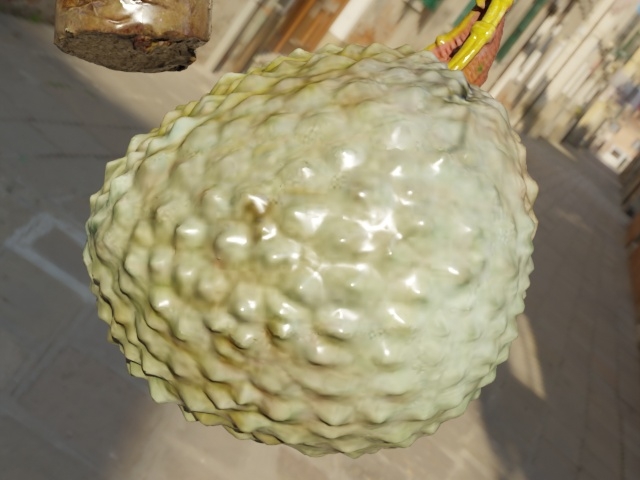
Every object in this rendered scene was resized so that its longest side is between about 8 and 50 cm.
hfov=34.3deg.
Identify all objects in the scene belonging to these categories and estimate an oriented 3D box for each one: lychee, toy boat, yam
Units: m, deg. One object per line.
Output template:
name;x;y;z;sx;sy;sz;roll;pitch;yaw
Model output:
lychee;0.000;0.000;0.622;0.274;0.255;0.255;9;22;-15
toy boat;0.078;-0.164;1.095;0.099;0.318;0.141;56;6;-19
yam;-0.128;-0.271;0.761;0.131;0.280;0.131;3;-2;0
